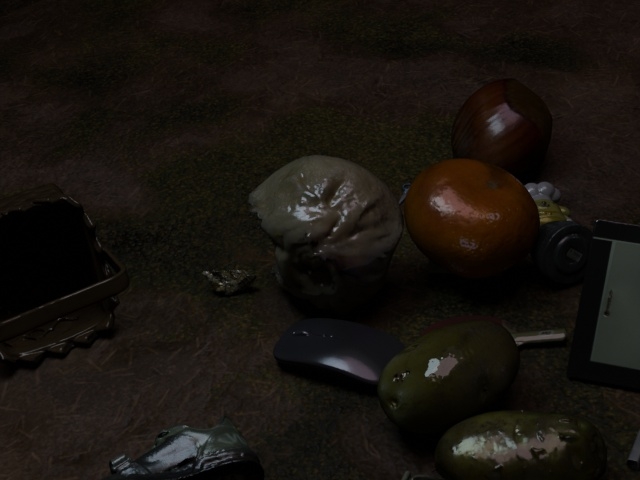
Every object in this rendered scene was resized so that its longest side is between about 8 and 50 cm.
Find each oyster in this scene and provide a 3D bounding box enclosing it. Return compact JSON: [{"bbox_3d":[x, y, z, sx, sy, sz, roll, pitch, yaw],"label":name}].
[{"bbox_3d":[-0.167,0.074,2.053,0.083,0.080,0.038,-22,45,43],"label":"oyster"}]

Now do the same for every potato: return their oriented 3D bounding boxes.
[{"bbox_3d":[0.206,0.202,1.708,0.251,0.159,0.174,-19,26,-29],"label":"potato"},{"bbox_3d":[0.281,0.309,1.584,0.251,0.113,0.149,-11,40,11],"label":"potato"}]

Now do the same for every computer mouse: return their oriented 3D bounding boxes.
[{"bbox_3d":[0.032,0.184,1.859,0.232,0.057,0.120,13,39,27],"label":"computer mouse"}]

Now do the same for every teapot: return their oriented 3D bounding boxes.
[{"bbox_3d":[0.438,0.005,1.990,0.149,0.111,0.108,-25,24,-14],"label":"teapot"}]

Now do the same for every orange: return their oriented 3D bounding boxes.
[{"bbox_3d":[0.263,-0.036,1.957,0.240,0.171,0.240,7,46,-8],"label":"orange"}]

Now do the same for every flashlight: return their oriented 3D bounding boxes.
[{"bbox_3d":[0.469,0.301,1.632,0.018,0.018,0.083,10,38,27],"label":"flashlight"}]

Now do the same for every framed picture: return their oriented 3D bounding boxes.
[{"bbox_3d":[0.575,0.115,1.725,0.347,0.016,0.265,8,82,23],"label":"framed picture"}]

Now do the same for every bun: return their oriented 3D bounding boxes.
[{"bbox_3d":[0.016,0.000,1.945,0.281,0.282,0.205,-4,36,7],"label":"bun"}]

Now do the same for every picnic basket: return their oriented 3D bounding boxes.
[{"bbox_3d":[-0.487,0.070,1.927,0.254,0.291,0.321,-22,25,-20],"label":"picnic basket"}]

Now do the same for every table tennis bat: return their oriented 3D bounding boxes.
[{"bbox_3d":[0.287,0.170,1.862,0.246,0.022,0.138,-5,35,8],"label":"table tennis bat"}]

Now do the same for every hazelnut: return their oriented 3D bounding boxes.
[{"bbox_3d":[0.375,-0.218,2.276,0.186,0.210,0.210,3,28,-27],"label":"hazelnut"}]

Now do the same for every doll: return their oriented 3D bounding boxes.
[{"bbox_3d":[0.422,-0.055,2.117,0.106,0.062,0.162,-2,34,1],"label":"doll"}]

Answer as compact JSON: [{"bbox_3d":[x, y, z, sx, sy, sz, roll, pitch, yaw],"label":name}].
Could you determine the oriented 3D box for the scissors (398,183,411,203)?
[{"bbox_3d":[0.174,-0.093,2.272,0.036,0.006,0.083,11,39,23],"label":"scissors"}]

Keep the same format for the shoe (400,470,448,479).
[{"bbox_3d":[0.219,0.390,1.492,0.274,0.098,0.103,15,44,28],"label":"shoe"}]

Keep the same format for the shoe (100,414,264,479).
[{"bbox_3d":[-0.239,0.345,1.649,0.293,0.109,0.149,-13,31,-12],"label":"shoe"}]

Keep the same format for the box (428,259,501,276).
[{"bbox_3d":[0.290,-0.018,2.115,0.139,0.035,0.245,3,37,16],"label":"box"}]
